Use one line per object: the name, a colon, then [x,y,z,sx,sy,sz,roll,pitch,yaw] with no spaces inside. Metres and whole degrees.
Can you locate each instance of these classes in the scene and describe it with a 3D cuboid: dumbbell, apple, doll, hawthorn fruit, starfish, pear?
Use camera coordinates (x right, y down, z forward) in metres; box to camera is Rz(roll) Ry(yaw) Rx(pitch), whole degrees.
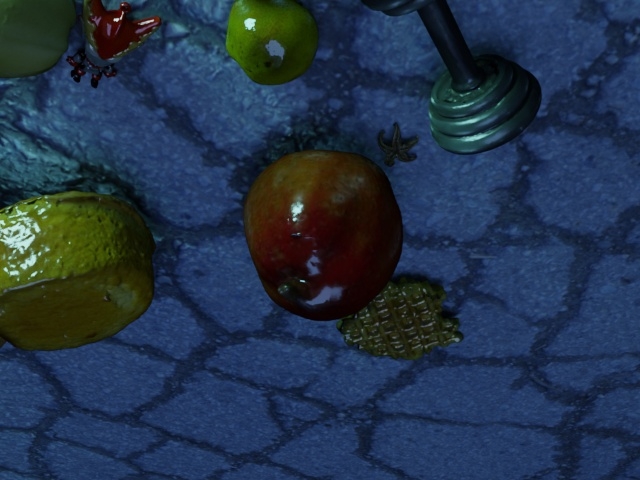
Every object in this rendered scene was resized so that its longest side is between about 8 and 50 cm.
dumbbell: [0.178,-0.286,0.807,0.179,0.179,0.406,-25,129,21]
apple: [-0.431,-0.309,0.763,0.200,0.200,0.200,-1,134,-1]
doll: [-0.325,-0.299,0.868,0.109,0.057,0.169,16,148,-36]
hawthorn fruit: [0.011,-0.006,0.992,0.295,0.311,0.295,-9,143,-7]
starfish: [0.139,-0.163,1.028,0.091,0.028,0.078,26,126,-30]
pear: [-0.072,-0.293,0.848,0.141,0.104,0.141,-3,131,-3]

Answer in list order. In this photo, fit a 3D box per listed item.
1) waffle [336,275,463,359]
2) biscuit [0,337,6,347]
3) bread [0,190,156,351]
waffle: [0.191,0.188,1.350,0.282,0.058,0.301,-34,127,29]
biscuit: [-0.731,0.076,1.057,0.351,0.057,0.312,16,150,43]
bread: [-0.472,0.068,1.054,0.337,0.204,0.358,-14,156,-6]
